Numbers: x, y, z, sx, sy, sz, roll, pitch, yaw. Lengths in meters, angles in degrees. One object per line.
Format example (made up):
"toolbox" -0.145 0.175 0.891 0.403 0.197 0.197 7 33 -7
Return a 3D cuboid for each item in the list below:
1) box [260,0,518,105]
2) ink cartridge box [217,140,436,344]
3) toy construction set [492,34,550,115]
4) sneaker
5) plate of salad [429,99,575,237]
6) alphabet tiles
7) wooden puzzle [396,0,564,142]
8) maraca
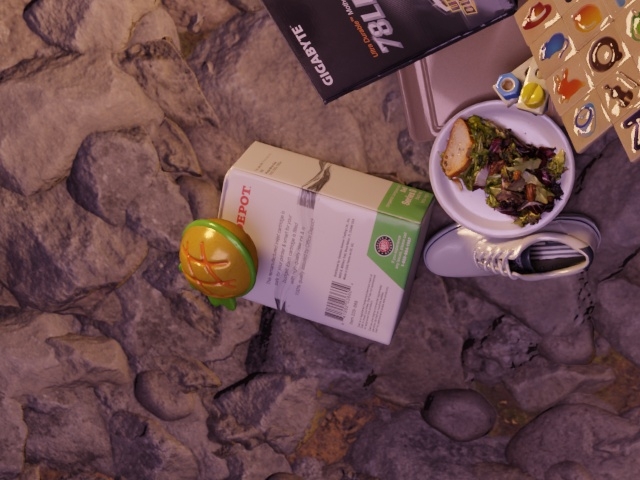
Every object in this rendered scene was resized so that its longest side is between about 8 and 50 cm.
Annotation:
"box" 0.060 -0.363 1.625 0.293 0.073 0.296 -24 113 19
"ink cartridge box" 0.000 0.000 1.861 0.289 0.121 0.211 18 119 9
"toy construction set" 0.376 -0.281 1.592 0.215 0.151 0.328 30 105 20
"sneaker" 0.267 0.014 1.808 0.258 0.091 0.094 -10 113 21
"plate of salad" 0.246 -0.093 1.732 0.199 0.048 0.200 4 111 11
"alphabet tiles" 0.359 -0.270 1.455 0.011 0.343 0.285 14 137 -38
"wooden puzzle" 0.222 -0.251 1.719 0.238 0.044 0.221 -7 114 14
"maraca" -0.149 0.036 1.805 0.127 0.099 0.186 41 147 8
